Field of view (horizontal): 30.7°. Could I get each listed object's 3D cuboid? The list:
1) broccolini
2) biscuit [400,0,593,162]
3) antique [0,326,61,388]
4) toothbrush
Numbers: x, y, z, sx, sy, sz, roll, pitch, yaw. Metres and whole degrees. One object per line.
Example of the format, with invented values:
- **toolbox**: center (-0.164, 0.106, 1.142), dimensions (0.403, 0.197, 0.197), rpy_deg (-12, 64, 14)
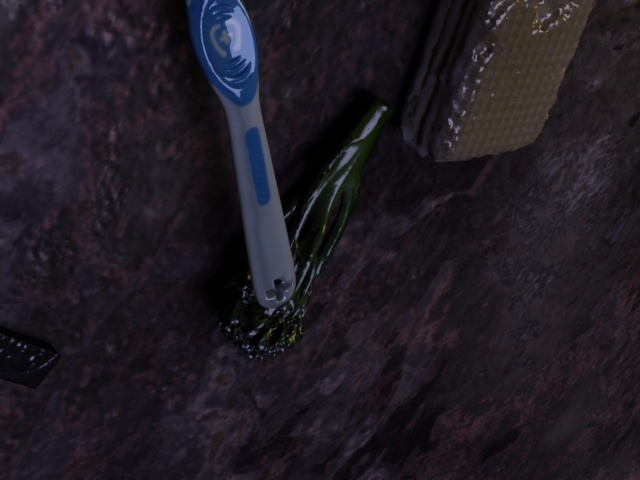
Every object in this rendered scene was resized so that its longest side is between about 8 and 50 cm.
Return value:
- **broccolini**: center (-0.013, -0.012, 0.811), dimensions (0.091, 0.068, 0.202), rpy_deg (19, 97, -56)
- **biscuit**: center (0.131, -0.162, 0.781), dimensions (0.108, 0.062, 0.238), rpy_deg (-12, 133, -36)
- **antique**: center (-0.228, 0.052, 0.682), dimensions (0.031, 0.015, 0.192), rpy_deg (-50, 144, 7)
- **toothbrush**: center (-0.055, -0.106, 0.648), dimensions (0.040, 0.040, 0.386), rpy_deg (-28, 135, -21)
